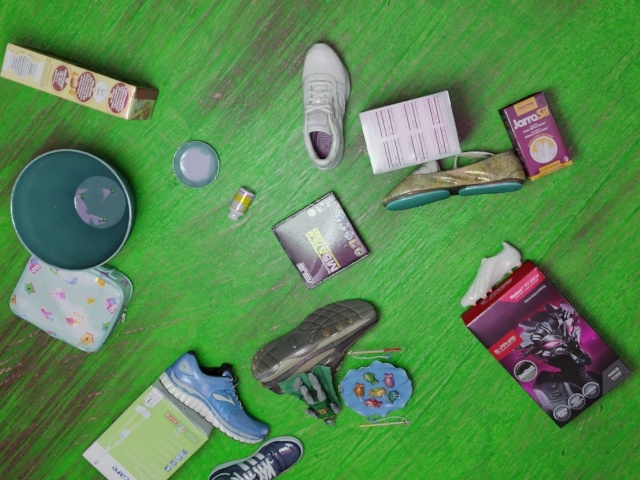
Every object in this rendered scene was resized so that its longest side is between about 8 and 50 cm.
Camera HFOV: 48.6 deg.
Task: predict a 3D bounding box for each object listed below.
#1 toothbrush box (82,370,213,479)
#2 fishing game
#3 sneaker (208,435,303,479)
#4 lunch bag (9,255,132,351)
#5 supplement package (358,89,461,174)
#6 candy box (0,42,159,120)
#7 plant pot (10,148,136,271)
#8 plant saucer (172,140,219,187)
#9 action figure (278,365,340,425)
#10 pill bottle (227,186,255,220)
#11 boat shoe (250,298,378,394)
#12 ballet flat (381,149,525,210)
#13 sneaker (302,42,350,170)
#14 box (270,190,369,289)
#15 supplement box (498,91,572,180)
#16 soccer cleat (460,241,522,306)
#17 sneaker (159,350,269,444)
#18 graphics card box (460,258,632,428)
[{"bbox_3d":[-0.450,0.525,1.884,0.206,0.122,0.283,43,99,-3],"label":"toothbrush box"},{"bbox_3d":[0.142,0.389,1.823,0.189,0.041,0.264,-3,120,3],"label":"fishing game"},{"bbox_3d":[-0.177,0.621,1.864,0.282,0.153,0.099,-26,98,8],"label":"sneaker"},{"bbox_3d":[-0.636,0.142,1.839,0.279,0.108,0.224,28,98,-2],"label":"lunch bag"},{"bbox_3d":[0.205,-0.256,1.665,0.203,0.194,0.149,-13,99,6],"label":"supplement package"},{"bbox_3d":[-0.572,-0.379,1.706,0.317,0.183,0.087,20,101,1],"label":"candy box"},{"bbox_3d":[-0.579,-0.083,1.751,0.290,0.195,0.290,1,99,4],"label":"plant pot"},{"bbox_3d":[-0.315,-0.193,1.801,0.119,0.021,0.119,1,99,4],"label":"plant saucer"},{"bbox_3d":[-0.004,0.412,1.813,0.137,0.063,0.232,-16,138,11],"label":"action figure"},{"bbox_3d":[-0.203,-0.092,1.799,0.043,0.043,0.083,30,101,-1],"label":"pill bottle"},{"bbox_3d":[-0.005,0.276,1.823,0.356,0.132,0.130,-29,122,5],"label":"boat shoe"},{"bbox_3d":[0.317,-0.153,1.727,0.349,0.123,0.123,-9,99,6],"label":"ballet flat"},{"bbox_3d":[0.013,-0.318,1.691,0.114,0.152,0.305,-3,98,7],"label":"sneaker"},{"bbox_3d":[0.000,0.000,1.800,0.184,0.045,0.190,-30,96,6],"label":"box"},{"bbox_3d":[0.514,-0.250,1.701,0.104,0.081,0.188,-24,97,8],"label":"supplement box"},{"bbox_3d":[0.416,0.087,1.778,0.196,0.068,0.076,-43,89,3],"label":"soccer cleat"},{"bbox_3d":[-0.250,0.406,1.839,0.330,0.130,0.147,42,78,-20],"label":"sneaker"},{"bbox_3d":[0.563,0.260,1.780,0.233,0.094,0.371,-42,95,9],"label":"graphics card box"}]
